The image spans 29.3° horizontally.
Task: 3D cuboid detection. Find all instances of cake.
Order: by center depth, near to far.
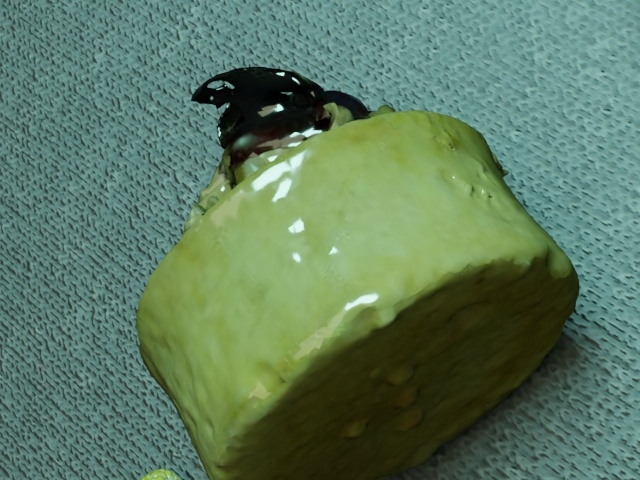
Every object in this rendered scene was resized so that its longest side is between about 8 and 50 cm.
[{"bbox_3d":[-0.008,0.003,0.957,0.332,0.332,0.321,-44,58,17],"label":"cake"}]

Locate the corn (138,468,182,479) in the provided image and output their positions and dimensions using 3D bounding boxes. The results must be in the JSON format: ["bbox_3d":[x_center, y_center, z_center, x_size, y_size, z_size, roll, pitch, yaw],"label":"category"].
[{"bbox_3d":[-0.182,0.291,1.151,0.165,0.063,0.085,-44,73,19],"label":"corn"}]
